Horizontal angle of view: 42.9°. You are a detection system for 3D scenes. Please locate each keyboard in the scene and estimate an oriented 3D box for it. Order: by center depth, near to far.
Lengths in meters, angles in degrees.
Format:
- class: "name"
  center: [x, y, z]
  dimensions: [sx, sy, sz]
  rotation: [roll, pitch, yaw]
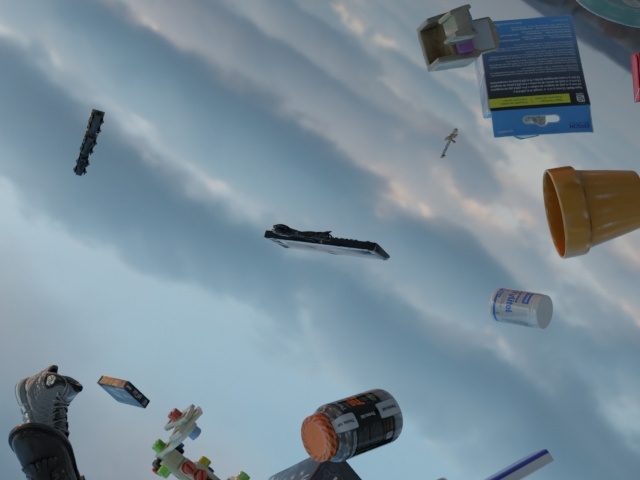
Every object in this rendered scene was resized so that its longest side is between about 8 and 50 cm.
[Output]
- class: "keyboard"
  center: [0.000, 0.000, 2.052]
  dimensions: [0.317, 0.033, 0.201]
  rotation: [6, 168, 27]

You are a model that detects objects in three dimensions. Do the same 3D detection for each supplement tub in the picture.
- class: "supplement tub"
  center: [0.394, 0.134, 1.607]
  dimensions: [0.107, 0.070, 0.071]
  rotation: [6, 178, 42]
- class: "supplement tub"
  center: [0.062, 0.370, 1.621]
  dimensions: [0.190, 0.117, 0.117]
  rotation: [-8, -134, -40]

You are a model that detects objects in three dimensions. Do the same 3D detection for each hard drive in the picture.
- class: "hard drive"
  center: [0.442, 0.646, 2.136]
  dimensions: [0.040, 0.319, 0.210]
  rotation: [61, 171, 18]

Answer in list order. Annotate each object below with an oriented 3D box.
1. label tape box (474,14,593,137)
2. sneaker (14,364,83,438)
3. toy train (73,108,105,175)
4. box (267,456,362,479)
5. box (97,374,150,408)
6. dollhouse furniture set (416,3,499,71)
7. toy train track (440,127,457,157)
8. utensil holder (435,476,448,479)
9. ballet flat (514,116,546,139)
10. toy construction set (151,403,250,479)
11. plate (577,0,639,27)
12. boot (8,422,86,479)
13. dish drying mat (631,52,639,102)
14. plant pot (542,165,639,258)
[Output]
- class: "label tape box"
  center: [0.533, -0.396, 2.074]
  dimensions: [0.115, 0.249, 0.347]
  rotation: [82, -175, -68]
- class: "sneaker"
  center: [-0.534, 0.354, 1.661]
  dimensions: [0.228, 0.132, 0.086]
  rotation: [60, -172, 24]
- class: "toy train"
  center: [-0.430, -0.185, 1.518]
  dimensions: [0.027, 0.158, 0.036]
  rotation: [16, -139, -20]
- class: "box"
  center: [-0.032, 0.655, 2.034]
  dimensions: [0.165, 0.270, 0.143]
  rotation: [50, -142, -3]
- class: "box"
  center: [-0.363, 0.279, 1.505]
  dimensions: [0.067, 0.083, 0.018]
  rotation: [56, -129, -37]
- class: "dollhouse furniture set"
  center: [0.248, -0.423, 1.102]
  dimensions: [0.303, 0.198, 0.286]
  rotation: [158, 97, -76]
- class: "toy train track"
  center: [0.303, -0.225, 1.909]
  dimensions: [0.048, 0.083, 0.014]
  rotation: [-21, -125, -42]
- class: "utensil holder"
  center: [0.287, 0.774, 1.797]
  dimensions: [0.385, 0.327, 0.328]
  rotation: [48, -155, 25]
- class: "ballet flat"
  center: [0.504, -0.448, 2.257]
  dimensions: [0.147, 0.147, 0.408]
  rotation: [21, -141, -31]
- class: "toy construction set"
  center: [-0.282, 0.543, 1.922]
  dimensions: [0.151, 0.215, 0.327]
  rotation: [-37, -82, -29]
- class: "plate"
  center: [0.581, -0.471, 1.586]
  dimensions: [0.188, 0.024, 0.188]
  rotation: [9, -139, -8]
- class: "boot"
  center: [-0.468, 0.471, 1.426]
  dimensions: [0.229, 0.091, 0.262]
  rotation: [-114, 2, -60]
- class: "dish drying mat"
  center: [0.550, -0.282, 1.416]
  dimensions: [0.008, 0.083, 0.032]
  rotation: [-8, -174, -1]
- class: "plant pot"
  center: [0.612, -0.076, 1.812]
  dimensions: [0.205, 0.188, 0.205]
  rotation: [-11, -90, -84]
